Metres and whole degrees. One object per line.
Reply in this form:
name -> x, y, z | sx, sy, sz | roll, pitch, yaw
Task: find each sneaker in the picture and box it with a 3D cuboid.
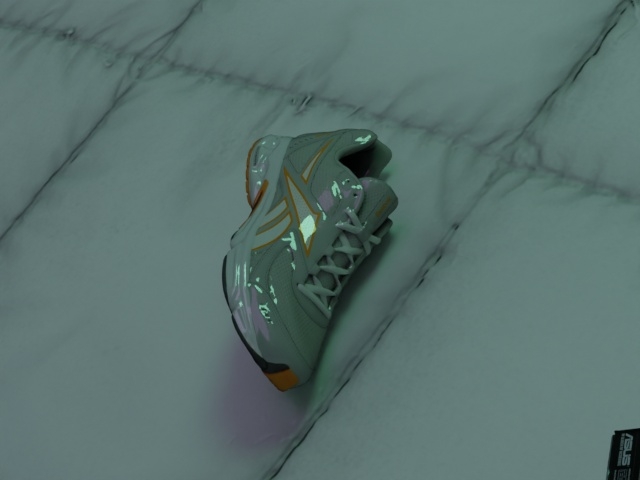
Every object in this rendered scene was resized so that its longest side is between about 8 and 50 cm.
sneaker -> 0.000, 0.000, 1.371 | 0.121, 0.099, 0.262 | -15, 45, 20

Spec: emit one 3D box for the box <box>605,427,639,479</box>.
box -> 0.239, 0.196, 0.998 | 0.147, 0.077, 0.180 | -11, 46, 30
